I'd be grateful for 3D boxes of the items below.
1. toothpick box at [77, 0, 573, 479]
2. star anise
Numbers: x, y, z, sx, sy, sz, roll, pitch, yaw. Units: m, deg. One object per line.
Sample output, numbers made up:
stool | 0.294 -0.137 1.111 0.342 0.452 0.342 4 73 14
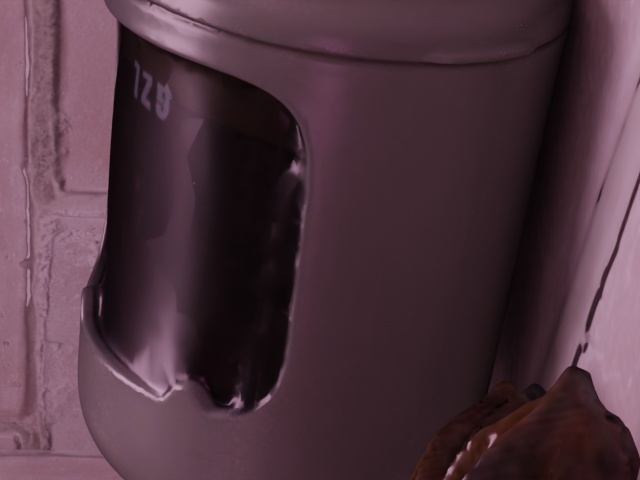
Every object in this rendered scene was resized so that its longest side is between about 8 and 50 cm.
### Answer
toothpick box | 0.000 0.000 0.852 0.229 0.229 0.316 -103 19 -63
star anise | 0.078 0.160 0.686 0.229 0.093 0.236 -154 62 -76
